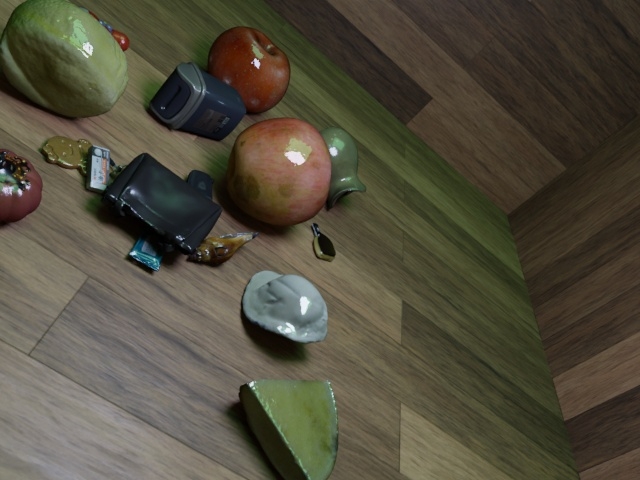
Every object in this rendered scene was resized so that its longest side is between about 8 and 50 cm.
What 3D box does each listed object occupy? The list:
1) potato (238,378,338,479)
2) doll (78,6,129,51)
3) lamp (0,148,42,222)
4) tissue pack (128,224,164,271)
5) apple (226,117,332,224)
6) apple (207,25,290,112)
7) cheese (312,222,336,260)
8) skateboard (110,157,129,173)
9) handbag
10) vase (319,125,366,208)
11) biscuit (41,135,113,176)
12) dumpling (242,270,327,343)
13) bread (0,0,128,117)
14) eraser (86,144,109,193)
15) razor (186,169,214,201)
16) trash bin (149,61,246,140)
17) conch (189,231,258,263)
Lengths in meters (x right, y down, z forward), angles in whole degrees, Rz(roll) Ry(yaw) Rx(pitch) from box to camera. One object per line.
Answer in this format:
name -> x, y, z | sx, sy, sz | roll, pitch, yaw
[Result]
potato -> -0.072, 0.471, 1.293 | 0.269, 0.112, 0.255 | 12, 49, -39
doll -> -0.764, -0.672, 1.729 | 0.290, 0.130, 0.161 | 16, 34, -19
lamp -> -0.700, -0.127, 1.178 | 0.182, 0.140, 0.182 | 33, 37, -28
tissue pack -> -0.447, 0.020, 1.424 | 0.085, 0.028, 0.138 | 30, 30, -17
apple -> -0.142, -0.221, 1.771 | 0.363, 0.364, 0.364 | 31, 34, -24
apple -> -0.286, -0.692, 2.192 | 0.348, 0.277, 0.349 | 31, 34, -24
cheese -> 0.001, 0.000, 1.986 | 0.086, 0.036, 0.163 | 13, 44, -39
skateboard -> -0.570, -0.223, 1.530 | 0.064, 0.032, 0.083 | 50, 18, -3
handbag -> -0.430, -0.090, 1.471 | 0.285, 0.113, 0.257 | 37, 27, -12
vase -> 0.066, -0.293, 2.260 | 0.303, 0.240, 0.329 | 64, 7, 6
biscuit -> -0.652, -0.233, 1.466 | 0.184, 0.027, 0.134 | 24, 39, -34
dumpling -> -0.112, 0.197, 1.544 | 0.226, 0.243, 0.176 | -17, 106, -38
bread -> -0.684, -0.495, 1.463 | 0.320, 0.320, 0.238 | 23, 57, -34
eraser -> -0.595, -0.190, 1.446 | 0.052, 0.029, 0.122 | 16, 63, -47
razor -> -0.378, -0.154, 1.682 | 0.090, 0.054, 0.148 | 26, 36, -31
trash bin -> -0.419, -0.473, 1.858 | 0.290, 0.209, 0.182 | 12, 43, -51
conch -> -0.280, 0.023, 1.573 | 0.232, 0.086, 0.080 | -13, 105, -58
